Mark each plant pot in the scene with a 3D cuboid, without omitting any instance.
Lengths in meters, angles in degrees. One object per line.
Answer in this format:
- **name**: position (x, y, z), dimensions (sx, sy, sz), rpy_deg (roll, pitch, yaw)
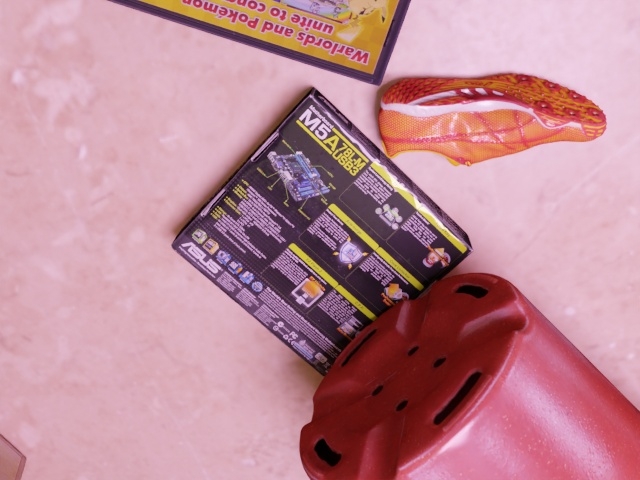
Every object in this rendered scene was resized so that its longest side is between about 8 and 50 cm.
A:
- **plant pot**: position (0.141, 0.185, 0.519), dimensions (0.272, 0.272, 0.265), rpy_deg (-38, 106, 17)

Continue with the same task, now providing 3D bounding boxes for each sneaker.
- **sneaker**: position (0.134, -0.092, 0.536), dimensions (0.175, 0.064, 0.067), rpy_deg (4, 132, 9)

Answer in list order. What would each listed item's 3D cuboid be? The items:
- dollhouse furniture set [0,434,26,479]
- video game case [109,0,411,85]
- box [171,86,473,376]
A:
- **dollhouse furniture set**: position (-0.440, 0.260, 0.641), dimensions (0.242, 0.212, 0.161), rpy_deg (-42, 106, -9)
- **video game case**: position (-0.050, -0.257, 0.450), dimensions (0.274, 0.035, 0.248), rpy_deg (17, 130, -3)
- **box**: position (0.000, 0.000, 0.584), dimensions (0.190, 0.045, 0.184), rpy_deg (41, 107, -11)
